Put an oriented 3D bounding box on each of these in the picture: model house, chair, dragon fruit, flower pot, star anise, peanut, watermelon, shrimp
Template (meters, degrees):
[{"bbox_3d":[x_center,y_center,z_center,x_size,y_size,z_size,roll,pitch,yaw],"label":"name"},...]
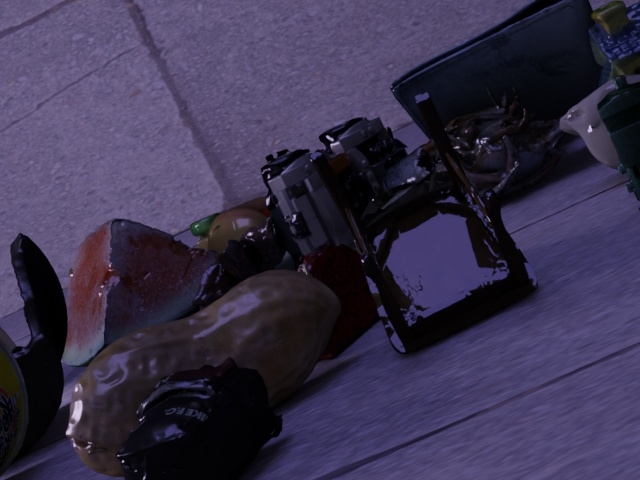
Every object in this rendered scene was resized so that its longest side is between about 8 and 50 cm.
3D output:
[{"bbox_3d":[0.452,-0.241,1.966,0.214,0.189,0.195,-25,5,7],"label":"model house"},{"bbox_3d":[0.118,0.021,1.540,0.160,0.319,0.186,-28,52,1],"label":"chair"},{"bbox_3d":[0.003,0.065,1.702,0.083,0.106,0.162,-21,12,42],"label":"dragon fruit"},{"bbox_3d":[-0.482,0.173,1.993,0.379,0.379,0.251,-29,30,-19],"label":"flower pot"},{"bbox_3d":[-0.117,0.045,2.229,0.197,0.073,0.212,-34,-15,-39],"label":"star anise"},{"bbox_3d":[-0.116,0.128,1.542,0.313,0.149,0.149,-29,8,-15],"label":"peanut"},{"bbox_3d":[-0.305,0.076,2.327,0.262,0.201,0.213,-38,4,-40],"label":"watermelon"},{"bbox_3d":[0.222,-0.099,2.054,0.372,0.137,0.172,-34,37,44],"label":"shrimp"}]

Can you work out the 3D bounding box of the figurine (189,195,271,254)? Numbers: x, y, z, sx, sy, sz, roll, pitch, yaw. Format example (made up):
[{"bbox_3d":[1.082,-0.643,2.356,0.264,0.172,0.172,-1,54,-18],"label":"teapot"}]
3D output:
[{"bbox_3d":[-0.081,-0.025,2.563,0.222,0.124,0.324,-24,4,22],"label":"figurine"}]

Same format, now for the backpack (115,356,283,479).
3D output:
[{"bbox_3d":[-0.113,0.172,1.346,0.120,0.105,0.165,-21,6,18],"label":"backpack"}]

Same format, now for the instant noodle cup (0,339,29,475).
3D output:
[{"bbox_3d":[-0.474,0.229,1.746,0.264,0.264,0.200,-26,17,2],"label":"instant noodle cup"}]

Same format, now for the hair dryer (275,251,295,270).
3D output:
[{"bbox_3d":[-0.015,0.010,2.400,0.167,0.067,0.199,-33,-2,-10],"label":"hair dryer"}]

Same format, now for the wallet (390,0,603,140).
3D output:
[{"bbox_3d":[0.263,-0.223,2.090,0.290,0.054,0.251,-24,-33,14],"label":"wallet"}]

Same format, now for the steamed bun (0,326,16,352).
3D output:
[{"bbox_3d":[-0.584,0.201,2.423,0.155,0.200,0.250,-40,12,4],"label":"steamed bun"}]

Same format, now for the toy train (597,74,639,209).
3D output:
[{"bbox_3d":[0.351,-0.116,1.645,0.083,0.132,0.200,-24,10,10],"label":"toy train"}]

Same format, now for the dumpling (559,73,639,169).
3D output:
[{"bbox_3d":[0.386,-0.136,1.806,0.176,0.092,0.150,-33,-33,26],"label":"dumpling"}]

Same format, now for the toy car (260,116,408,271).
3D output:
[{"bbox_3d":[0.038,-0.074,2.214,0.118,0.193,0.301,-19,9,44],"label":"toy car"}]
